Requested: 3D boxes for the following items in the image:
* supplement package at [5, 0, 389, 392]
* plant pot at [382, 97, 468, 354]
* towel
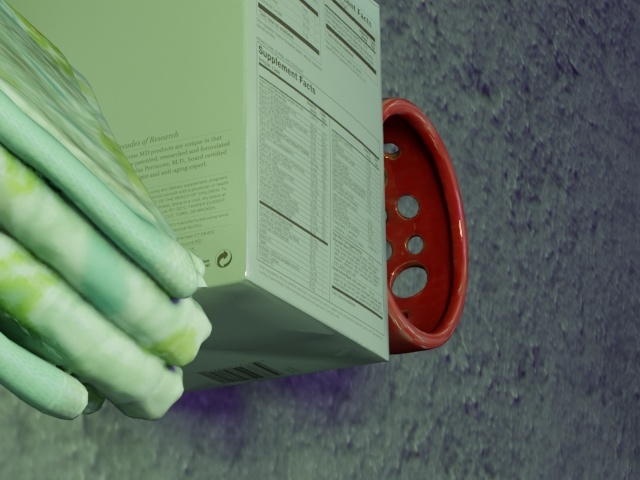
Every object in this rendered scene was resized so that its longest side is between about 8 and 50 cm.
[{"bbox_3d":[-0.084,-0.055,1.129,0.198,0.199,0.263,33,52,-57],"label":"supplement package"},{"bbox_3d":[0.000,0.000,1.311,0.191,0.174,0.191,36,48,-55],"label":"plant pot"},{"bbox_3d":[-0.212,-0.104,0.638,0.374,0.090,0.320,43,2,-25],"label":"towel"}]
